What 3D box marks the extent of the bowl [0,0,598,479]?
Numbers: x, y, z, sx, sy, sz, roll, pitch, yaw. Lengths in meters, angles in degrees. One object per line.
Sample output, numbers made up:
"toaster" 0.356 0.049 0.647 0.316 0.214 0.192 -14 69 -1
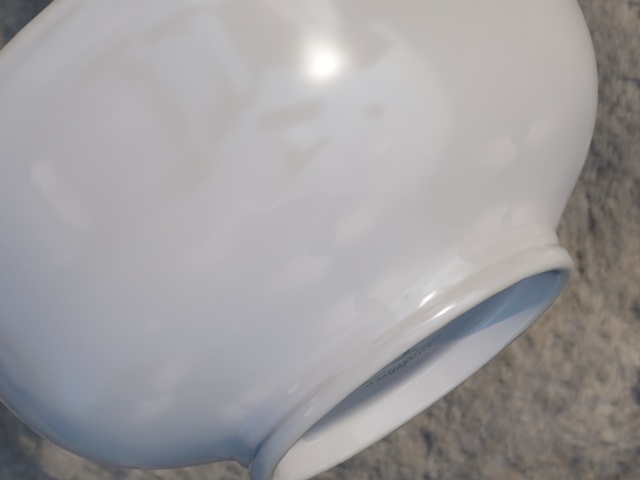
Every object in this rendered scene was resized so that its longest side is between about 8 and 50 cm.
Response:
"bowl" 0.000 0.000 0.525 0.134 0.298 0.298 54 125 16
